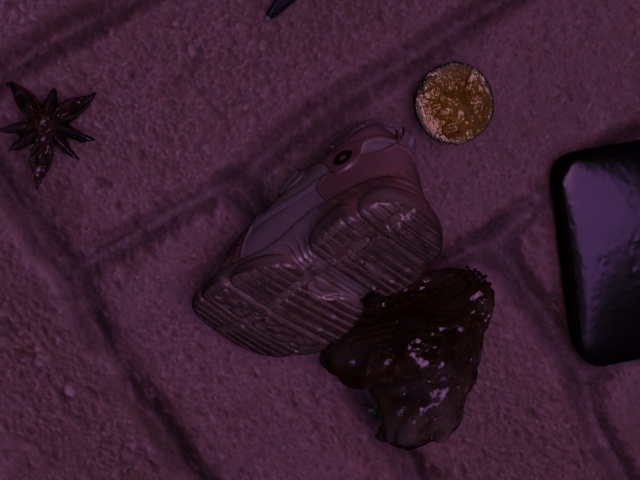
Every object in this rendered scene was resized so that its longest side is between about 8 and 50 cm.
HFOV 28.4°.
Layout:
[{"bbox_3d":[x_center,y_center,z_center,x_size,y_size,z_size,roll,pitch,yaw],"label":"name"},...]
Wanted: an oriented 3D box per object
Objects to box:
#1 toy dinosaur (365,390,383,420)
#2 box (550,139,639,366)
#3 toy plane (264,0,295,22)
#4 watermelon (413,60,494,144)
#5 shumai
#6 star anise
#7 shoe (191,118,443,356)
[{"bbox_3d":[0.101,0.219,1.687,0.083,0.021,0.062,31,92,-7],"label":"toy dinosaur"},{"bbox_3d":[0.457,0.005,1.691,0.289,0.073,0.290,-11,100,-7],"label":"box"},{"bbox_3d":[0.012,-0.360,1.559,0.234,0.082,0.160,-42,76,-2],"label":"toy plane"},{"bbox_3d":[0.166,-0.174,1.620,0.105,0.062,0.105,0,91,-13],"label":"watermelon"},{"bbox_3d":[0.131,0.155,1.618,0.218,0.184,0.185,-37,121,-14],"label":"shumai"},{"bbox_3d":[-0.337,-0.126,1.543,0.124,0.056,0.129,6,82,-8],"label":"star anise"},{"bbox_3d":[0.001,0.002,1.568,0.351,0.198,0.172,-28,126,28],"label":"shoe"}]
